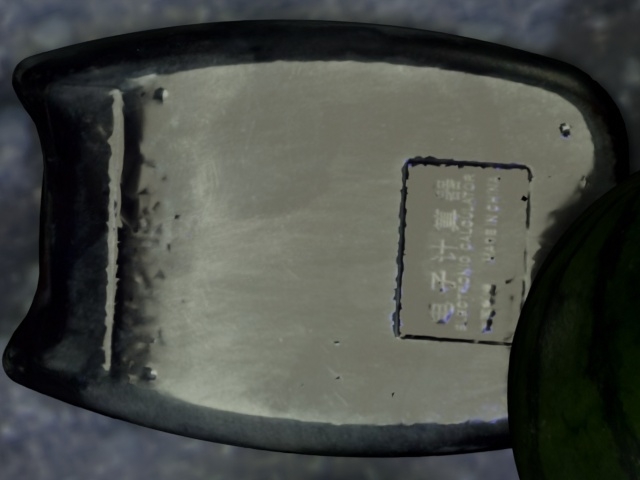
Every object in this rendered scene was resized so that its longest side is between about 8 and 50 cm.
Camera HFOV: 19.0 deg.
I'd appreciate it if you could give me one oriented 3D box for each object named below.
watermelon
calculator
[{"bbox_3d":[0.152,0.044,0.661,0.188,0.188,0.214,-28,94,11],"label":"watermelon"},{"bbox_3d":[0.000,0.000,0.768,0.268,0.040,0.177,2,95,6],"label":"calculator"}]
